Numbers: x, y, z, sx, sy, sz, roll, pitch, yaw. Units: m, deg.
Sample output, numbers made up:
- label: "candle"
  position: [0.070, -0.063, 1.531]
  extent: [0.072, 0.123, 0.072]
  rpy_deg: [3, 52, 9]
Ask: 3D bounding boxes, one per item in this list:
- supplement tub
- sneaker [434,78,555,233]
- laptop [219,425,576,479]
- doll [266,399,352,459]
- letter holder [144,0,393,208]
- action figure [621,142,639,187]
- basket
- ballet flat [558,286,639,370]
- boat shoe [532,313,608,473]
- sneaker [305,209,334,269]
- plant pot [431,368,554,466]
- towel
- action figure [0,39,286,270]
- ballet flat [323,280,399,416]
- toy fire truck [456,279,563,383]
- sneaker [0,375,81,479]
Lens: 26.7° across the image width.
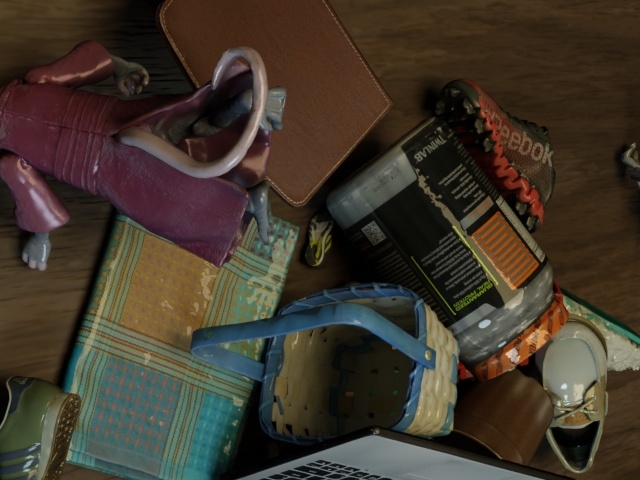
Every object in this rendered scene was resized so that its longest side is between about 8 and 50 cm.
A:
- label: "supplement tub"
  position: [0.169, 0.014, 1.750]
  extent: [0.193, 0.193, 0.316]
  rpy_deg: [-38, 93, -33]
- label: "sneaker"
  position: [0.261, -0.142, 1.946]
  extent: [0.135, 0.098, 0.276]
  rpy_deg: [-53, 125, -25]
- label: "laptop"
  position: [0.056, 0.418, 1.664]
  extent: [0.382, 0.408, 0.236]
  rpy_deg: [20, 56, -40]
- label: "doll"
  position: [-0.020, 0.297, 1.756]
  extent: [0.129, 0.046, 0.189]
  rpy_deg: [41, 70, -29]
- label: "letter holder"
  position: [-0.092, -0.206, 1.605]
  extent: [0.214, 0.152, 0.302]
  rpy_deg: [-51, 122, -25]
- label: "action figure"
  position: [0.587, -0.122, 2.210]
  extent: [0.164, 0.141, 0.275]
  rpy_deg: [-3, 120, -49]
- label: "basket"
  position: [0.024, 0.146, 1.607]
  extent: [0.289, 0.255, 0.201]
  rpy_deg: [34, 56, -42]
- label: "ballet flat"
  position: [0.337, 0.119, 2.026]
  extent: [0.409, 0.147, 0.147]
  rpy_deg: [31, 72, -34]
- label: "boat shoe"
  position: [0.376, 0.229, 1.983]
  extent: [0.302, 0.113, 0.103]
  rpy_deg: [69, 15, -46]
- label: "sneaker"
  position: [0.000, 0.000, 1.775]
  extent: [0.035, 0.031, 0.083]
  rpy_deg: [59, 44, -59]
- label: "plant pot"
  position: [0.241, 0.276, 1.917]
  extent: [0.165, 0.167, 0.167]
  rpy_deg: [-47, 121, -39]
- label: "towel"
  position: [-0.169, 0.113, 1.624]
  extent: [0.271, 0.040, 0.370]
  rpy_deg: [25, 76, -40]
- label: "action figure"
  position: [-0.230, -0.088, 1.384]
  extent: [0.370, 0.276, 0.248]
  rpy_deg: [11, 85, 4]
- label: "ballet flat"
  position: [0.083, 0.158, 1.824]
  extent: [0.086, 0.086, 0.248]
  rpy_deg: [-46, 119, -30]
- label: "toy fire truck"
  position: [0.242, 0.126, 1.888]
  extent: [0.192, 0.047, 0.135]
  rpy_deg: [-12, 129, -5]
- label: "sneaker"
  position: [-0.328, 0.232, 1.477]
  extent: [0.064, 0.086, 0.192]
  rpy_deg: [-32, 145, -66]
